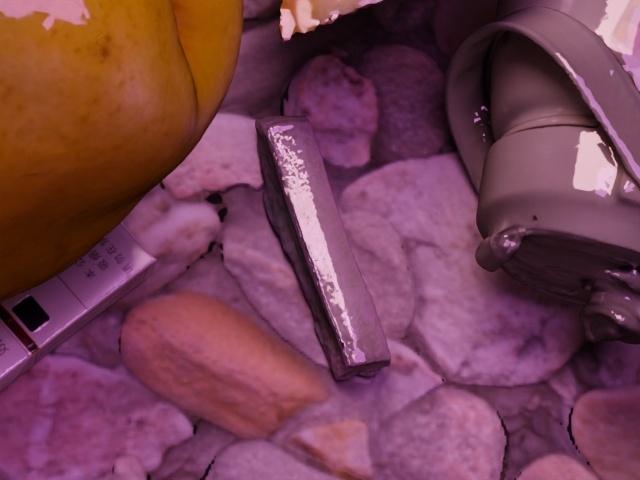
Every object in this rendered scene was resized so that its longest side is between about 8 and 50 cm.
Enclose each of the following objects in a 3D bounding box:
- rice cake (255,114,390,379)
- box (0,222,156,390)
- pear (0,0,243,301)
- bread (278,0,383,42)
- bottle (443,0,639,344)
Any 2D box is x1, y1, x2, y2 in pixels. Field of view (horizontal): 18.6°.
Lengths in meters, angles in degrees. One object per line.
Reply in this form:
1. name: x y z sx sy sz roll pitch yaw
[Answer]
1. rice cake: 0.000 0.000 1.385 0.047 0.036 0.206 -10 70 -30
2. box: -0.197 0.033 1.319 0.154 0.040 0.084 -39 82 -25
3. pear: -0.254 -0.126 1.182 0.418 0.362 0.362 -4 64 24
4. bread: 0.042 -0.337 1.339 0.249 0.279 0.315 -10 28 8
5. bottle: 0.203 -0.103 1.386 0.229 0.229 0.351 19 68 -6
